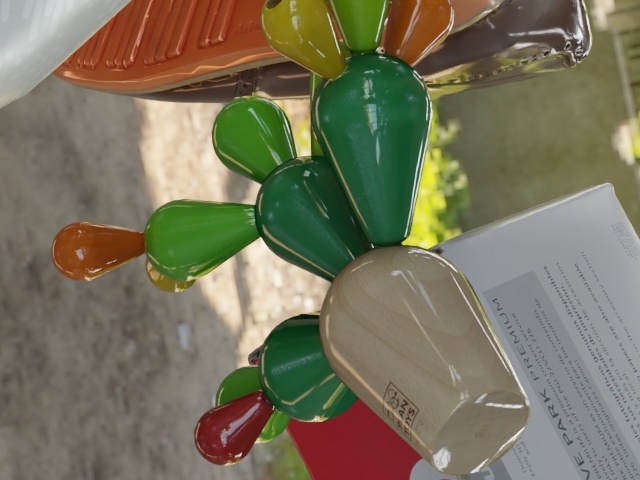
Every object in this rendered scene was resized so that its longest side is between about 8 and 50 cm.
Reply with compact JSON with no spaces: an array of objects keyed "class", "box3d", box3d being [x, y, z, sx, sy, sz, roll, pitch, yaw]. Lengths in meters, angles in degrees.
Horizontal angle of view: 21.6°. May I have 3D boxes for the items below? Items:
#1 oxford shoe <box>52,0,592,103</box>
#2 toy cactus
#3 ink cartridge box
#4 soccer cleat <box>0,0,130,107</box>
[{"class":"oxford shoe","box3d":[-0.014,-0.117,0.981,0.133,0.364,0.130,39,62,-41]},{"class":"toy cactus","box3d":[0.000,0.000,0.534,0.180,0.112,0.219,53,-50,44]},{"class":"ink cartridge box","box3d":[0.112,0.150,0.798,0.272,0.130,0.309,-16,77,-57]},{"class":"soccer cleat","box3d":[-0.130,-0.180,0.339,0.116,0.143,0.331,-111,175,-71]}]
